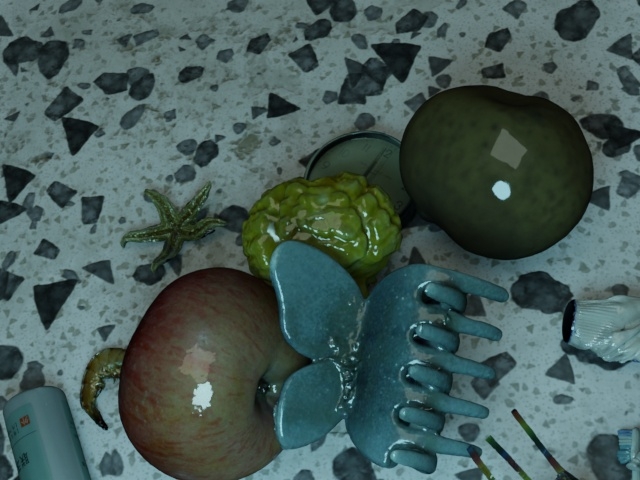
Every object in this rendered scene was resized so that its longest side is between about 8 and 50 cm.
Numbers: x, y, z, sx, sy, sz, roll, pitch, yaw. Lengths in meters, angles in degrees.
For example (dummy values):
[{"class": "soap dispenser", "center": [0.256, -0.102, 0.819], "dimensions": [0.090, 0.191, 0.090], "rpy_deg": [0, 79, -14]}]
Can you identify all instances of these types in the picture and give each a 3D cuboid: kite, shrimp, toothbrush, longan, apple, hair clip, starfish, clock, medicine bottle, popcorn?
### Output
[{"class": "kite", "center": [0.321, 0.366, 1.528], "dimensions": [0.152, 0.285, 0.015], "rpy_deg": [-36, 23, 4]}, {"class": "shrimp", "center": [-0.336, 0.264, 1.809], "dimensions": [0.195, 0.035, 0.148], "rpy_deg": [7, 61, 22]}, {"class": "toothbrush", "center": [0.461, 0.467, 1.555], "dimensions": [0.040, 0.040, 0.386], "rpy_deg": [4, 63, 12]}, {"class": "longan", "center": [0.298, -0.124, 1.770], "dimensions": [0.350, 0.288, 0.288], "rpy_deg": [34, 73, 30]}, {"class": "apple", "center": [-0.155, 0.217, 1.644], "dimensions": [0.269, 0.345, 0.345], "rpy_deg": [20, 68, 23]}, {"class": "hair clip", "center": [0.119, 0.189, 1.566], "dimensions": [0.238, 0.392, 0.318], "rpy_deg": [-2, 71, 50]}, {"class": "starfish", "center": [-0.284, -0.039, 1.949], "dimensions": [0.208, 0.053, 0.176], "rpy_deg": [-32, 67, -4]}, {"class": "clock", "center": [0.078, -0.101, 1.921], "dimensions": [0.226, 0.049, 0.226], "rpy_deg": [-4, 63, 9]}, {"class": "medicine bottle", "center": [-0.431, 0.415, 1.708], "dimensions": [0.110, 0.110, 0.352], "rpy_deg": [-24, 61, -3]}, {"class": "popcorn", "center": [0.000, 0.000, 1.762], "dimensions": [0.258, 0.224, 0.270], "rpy_deg": [37, 101, 4]}]

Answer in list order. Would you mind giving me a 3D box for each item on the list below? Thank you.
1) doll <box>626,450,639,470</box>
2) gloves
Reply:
[{"class": "doll", "center": [0.566, 0.286, 1.622], "dimensions": [0.114, 0.057, 0.227], "rpy_deg": [35, 71, -2]}, {"class": "gloves", "center": [0.510, 0.142, 1.686], "dimensions": [0.229, 0.097, 0.119], "rpy_deg": [4, 74, 15]}]
